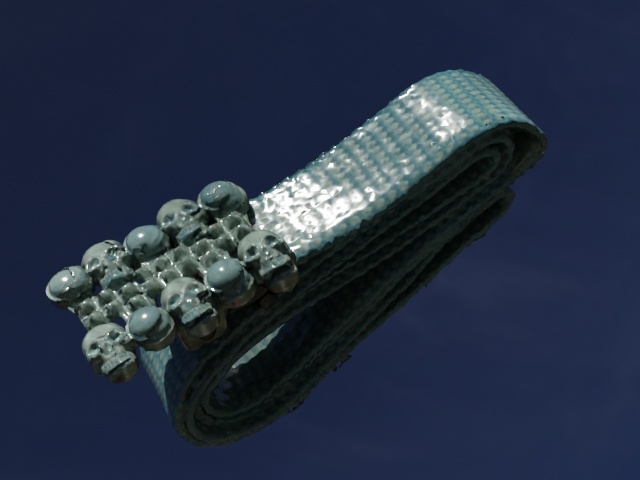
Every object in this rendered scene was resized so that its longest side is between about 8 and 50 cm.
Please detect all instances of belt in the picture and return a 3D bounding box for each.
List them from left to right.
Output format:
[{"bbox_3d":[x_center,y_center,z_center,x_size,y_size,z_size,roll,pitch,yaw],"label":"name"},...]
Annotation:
[{"bbox_3d":[-0.002,-0.003,0.585,0.179,0.065,0.100,-41,-43,1],"label":"belt"}]
